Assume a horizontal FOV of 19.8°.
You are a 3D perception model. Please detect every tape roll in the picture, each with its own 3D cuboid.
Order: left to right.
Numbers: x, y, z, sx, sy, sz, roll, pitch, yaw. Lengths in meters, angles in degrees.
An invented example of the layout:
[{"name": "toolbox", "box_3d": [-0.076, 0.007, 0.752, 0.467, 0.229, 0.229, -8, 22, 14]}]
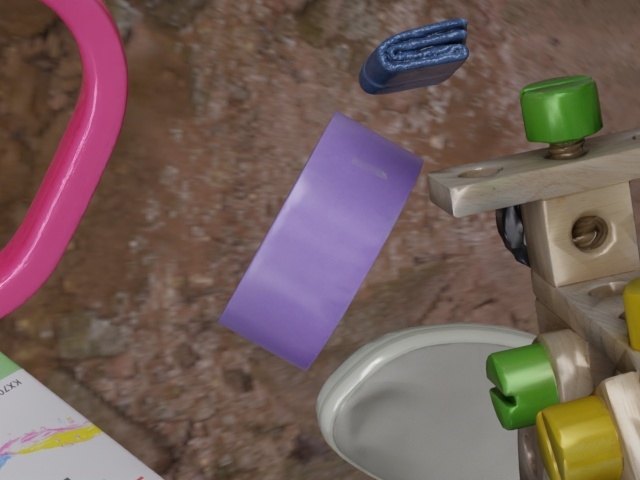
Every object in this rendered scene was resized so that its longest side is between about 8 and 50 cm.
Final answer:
[{"name": "tape roll", "box_3d": [0.000, 0.000, 1.410, 0.080, 0.189, 0.189, 30, 98, -3]}]

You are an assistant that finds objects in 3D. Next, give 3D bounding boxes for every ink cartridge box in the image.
[{"name": "ink cartridge box", "box_3d": [-0.272, 0.257, 1.677, 0.353, 0.207, 0.119, 34, 130, 20]}]

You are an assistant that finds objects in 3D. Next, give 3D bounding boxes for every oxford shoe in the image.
[{"name": "oxford shoe", "box_3d": [0.191, 0.189, 1.508, 0.169, 0.449, 0.130, -50, 37, 20]}]

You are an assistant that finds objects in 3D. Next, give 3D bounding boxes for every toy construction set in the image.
[{"name": "toy construction set", "box_3d": [0.169, 0.046, 0.764, 0.309, 0.257, 0.237, -5, 97, 17]}]

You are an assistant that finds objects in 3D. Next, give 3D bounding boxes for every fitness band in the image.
[{"name": "fitness band", "box_3d": [-0.248, -0.066, 1.216, 0.209, 0.054, 0.291, 19, 112, -23]}]

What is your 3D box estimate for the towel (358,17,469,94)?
[{"name": "towel", "box_3d": [0.062, -0.123, 1.244, 0.067, 0.119, 0.029, -12, 88, -6]}]
